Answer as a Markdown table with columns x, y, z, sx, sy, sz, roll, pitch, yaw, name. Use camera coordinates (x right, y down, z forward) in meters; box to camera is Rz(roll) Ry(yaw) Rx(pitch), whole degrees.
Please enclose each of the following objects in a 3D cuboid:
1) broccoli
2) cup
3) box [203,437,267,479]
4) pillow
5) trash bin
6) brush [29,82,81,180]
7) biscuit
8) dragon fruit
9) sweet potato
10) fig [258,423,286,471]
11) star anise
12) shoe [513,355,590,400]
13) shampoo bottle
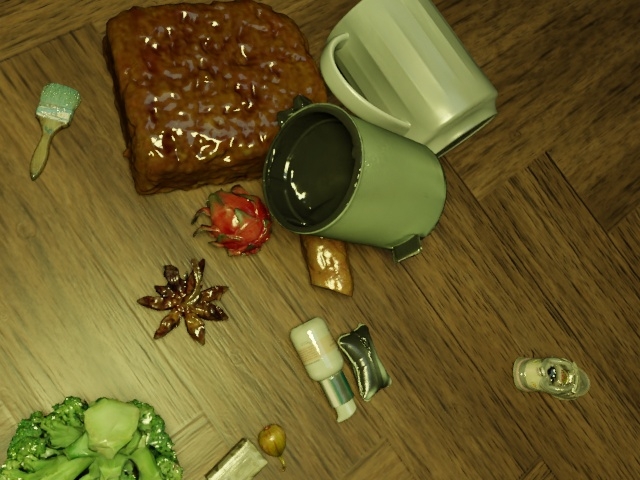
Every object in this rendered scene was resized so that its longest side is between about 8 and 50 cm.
| x | y | z | sx | sy | sz | roll | pitch | yaw | name |
| --- | --- | --- | --- | --- | --- | --- | --- | --- | --- |
| -0.331 | 0.333 | 0.899 | 0.270 | 0.270 | 0.270 | 16 | 42 | -15 | broccoli |
| 0.166 | -0.321 | 1.246 | 0.323 | 0.237 | 0.326 | -31 | 86 | -36 | cup |
| -0.146 | 0.397 | 1.058 | 0.098 | 0.045 | 0.062 | -39 | 89 | -25 | box |
| 0.085 | 0.232 | 1.174 | 0.055 | 0.091 | 0.135 | -23 | 87 | 16 | pillow |
| 0.065 | -0.102 | 1.083 | 0.263 | 0.217 | 0.277 | 8 | 59 | -48 | trash bin |
| -0.500 | -0.199 | 1.123 | 0.070 | 0.021 | 0.196 | 15 | 73 | -15 | brush |
| -0.194 | -0.281 | 1.168 | 0.395 | 0.166 | 0.342 | -13 | 78 | -20 | biscuit |
| -0.158 | -0.037 | 1.144 | 0.142 | 0.130 | 0.121 | 31 | 101 | -9 | dragon fruit |
| 0.000 | 0.000 | 1.194 | 0.097 | 0.097 | 0.251 | -12 | 73 | -21 | sweet potato |
| -0.080 | 0.370 | 1.088 | 0.050 | 0.050 | 0.083 | -23 | 93 | -22 | fig |
| -0.243 | 0.113 | 1.101 | 0.168 | 0.057 | 0.167 | 2 | 84 | -15 | star anise |
| 0.499 | 0.282 | 1.276 | 0.180 | 0.092 | 0.089 | 12 | 71 | -15 | shoe |
| 0.013 | 0.239 | 1.138 | 0.074 | 0.074 | 0.192 | -26 | 85 | -23 | shampoo bottle |
